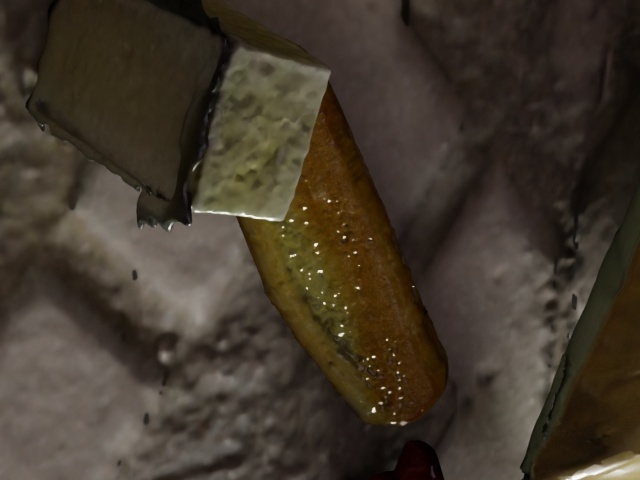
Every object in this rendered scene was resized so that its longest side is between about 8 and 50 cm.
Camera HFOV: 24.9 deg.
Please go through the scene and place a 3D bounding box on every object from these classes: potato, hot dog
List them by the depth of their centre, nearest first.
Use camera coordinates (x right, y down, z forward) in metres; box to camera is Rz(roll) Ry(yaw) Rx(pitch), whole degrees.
[{"bbox_3d":[-0.055,-0.056,0.543,0.061,0.122,0.086,3,112,-40],"label":"potato"},{"bbox_3d":[0.000,0.000,0.650,0.066,0.047,0.215,-28,126,-1],"label":"hot dog"}]

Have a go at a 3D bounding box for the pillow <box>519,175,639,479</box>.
[{"bbox_3d":[0.272,0.006,0.777,0.310,0.119,0.312,10,108,-32],"label":"pillow"}]

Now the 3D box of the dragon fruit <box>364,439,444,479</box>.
[{"bbox_3d":[0.088,0.187,0.755,0.122,0.092,0.192,-30,111,-24],"label":"dragon fruit"}]
